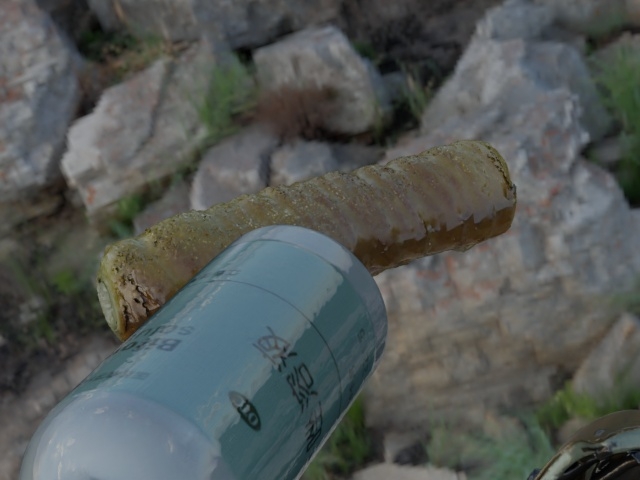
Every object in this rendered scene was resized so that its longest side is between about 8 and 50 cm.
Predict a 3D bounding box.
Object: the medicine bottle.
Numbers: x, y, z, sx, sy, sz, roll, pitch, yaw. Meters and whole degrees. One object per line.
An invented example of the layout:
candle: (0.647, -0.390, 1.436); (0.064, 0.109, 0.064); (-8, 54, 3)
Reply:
medicine bottle: (-0.074, 0.106, 0.646); (0.110, 0.110, 0.352); (1, 23, 23)

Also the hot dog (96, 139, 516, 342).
hot dog: (0.000, -0.001, 0.894); (0.289, 0.083, 0.068); (-17, 7, -19)

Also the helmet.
helmet: (0.292, 0.245, 1.271); (0.198, 0.224, 0.130); (34, 35, 14)
